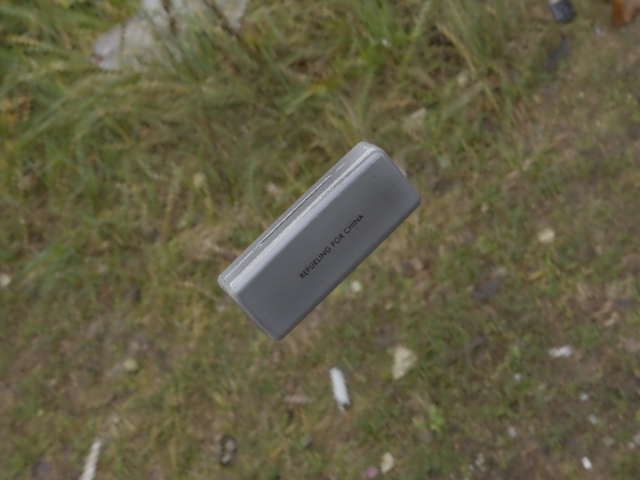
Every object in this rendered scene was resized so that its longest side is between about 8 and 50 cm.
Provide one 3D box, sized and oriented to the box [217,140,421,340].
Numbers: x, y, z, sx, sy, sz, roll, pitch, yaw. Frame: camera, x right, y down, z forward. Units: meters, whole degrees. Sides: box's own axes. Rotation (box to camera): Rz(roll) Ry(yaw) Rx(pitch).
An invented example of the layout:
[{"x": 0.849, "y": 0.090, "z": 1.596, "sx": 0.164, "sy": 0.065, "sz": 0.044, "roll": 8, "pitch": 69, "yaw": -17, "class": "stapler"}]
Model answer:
[{"x": 0.000, "y": 0.000, "z": 1.544, "sx": 0.243, "sy": 0.103, "sz": 0.055, "roll": -44, "pitch": 28, "yaw": -5, "class": "box"}]
